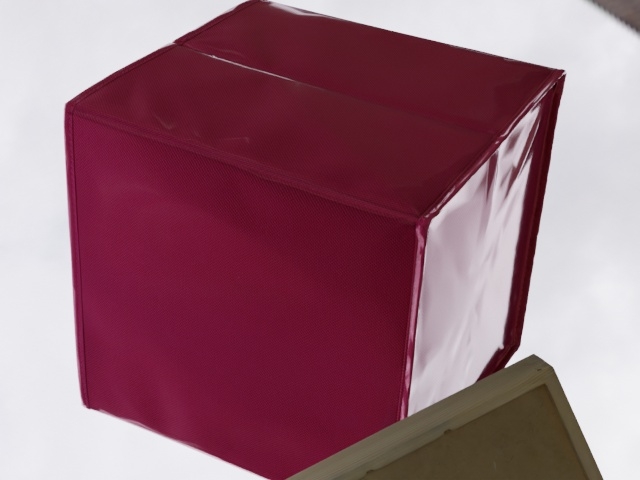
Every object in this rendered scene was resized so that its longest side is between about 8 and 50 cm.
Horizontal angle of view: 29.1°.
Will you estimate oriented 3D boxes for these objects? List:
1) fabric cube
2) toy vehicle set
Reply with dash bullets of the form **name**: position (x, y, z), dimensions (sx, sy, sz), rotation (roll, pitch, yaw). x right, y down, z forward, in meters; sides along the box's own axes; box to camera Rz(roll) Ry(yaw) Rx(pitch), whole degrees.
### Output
- **fabric cube**: position (0.000, 0.000, 0.885), dimensions (0.259, 0.258, 0.254), rotation (-44, -36, -50)
- **toy vehicle set**: position (0.102, 0.218, 0.674), dimensions (0.166, 0.035, 0.267), rotation (-25, -82, -4)
